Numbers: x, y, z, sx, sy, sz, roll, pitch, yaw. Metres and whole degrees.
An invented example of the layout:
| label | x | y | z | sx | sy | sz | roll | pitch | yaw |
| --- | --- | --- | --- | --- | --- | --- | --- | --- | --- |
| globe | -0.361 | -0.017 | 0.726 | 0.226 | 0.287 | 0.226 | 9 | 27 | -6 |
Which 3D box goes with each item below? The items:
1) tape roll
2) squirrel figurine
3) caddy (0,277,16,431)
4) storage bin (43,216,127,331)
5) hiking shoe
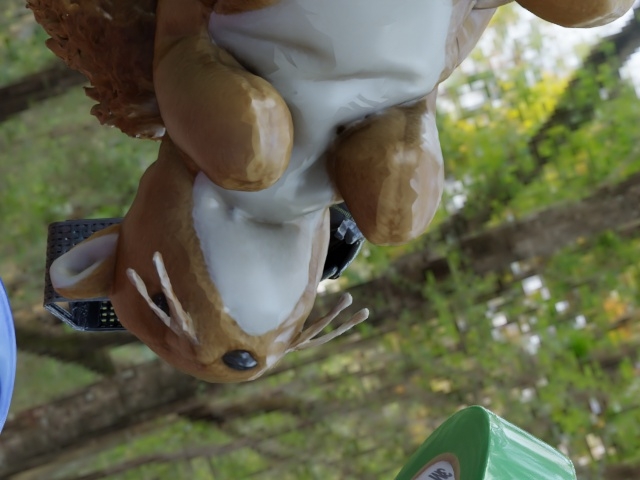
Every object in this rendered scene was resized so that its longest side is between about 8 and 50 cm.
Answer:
| label | x | y | z | sx | sy | sz | roll | pitch | yaw |
| --- | --- | --- | --- | --- | --- | --- | --- | --- | --- |
| tape roll | 0.071 | 0.278 | 1.178 | 0.077 | 0.321 | 0.321 | 30 | -8 | -6 |
| squirrel figurine | -0.047 | -0.109 | 1.083 | 0.397 | 0.281 | 0.370 | 56 | -47 | 49 |
| caddy | -0.318 | 0.066 | 0.763 | 0.179 | 0.341 | 0.241 | -122 | -171 | -58 |
| storage bin | -0.168 | 0.033 | 1.557 | 0.122 | 0.180 | 0.084 | 58 | 31 | -70 |
| hiking shoe | 0.000 | 0.000 | 1.757 | 0.086 | 0.114 | 0.227 | 40 | -30 | 3 |
